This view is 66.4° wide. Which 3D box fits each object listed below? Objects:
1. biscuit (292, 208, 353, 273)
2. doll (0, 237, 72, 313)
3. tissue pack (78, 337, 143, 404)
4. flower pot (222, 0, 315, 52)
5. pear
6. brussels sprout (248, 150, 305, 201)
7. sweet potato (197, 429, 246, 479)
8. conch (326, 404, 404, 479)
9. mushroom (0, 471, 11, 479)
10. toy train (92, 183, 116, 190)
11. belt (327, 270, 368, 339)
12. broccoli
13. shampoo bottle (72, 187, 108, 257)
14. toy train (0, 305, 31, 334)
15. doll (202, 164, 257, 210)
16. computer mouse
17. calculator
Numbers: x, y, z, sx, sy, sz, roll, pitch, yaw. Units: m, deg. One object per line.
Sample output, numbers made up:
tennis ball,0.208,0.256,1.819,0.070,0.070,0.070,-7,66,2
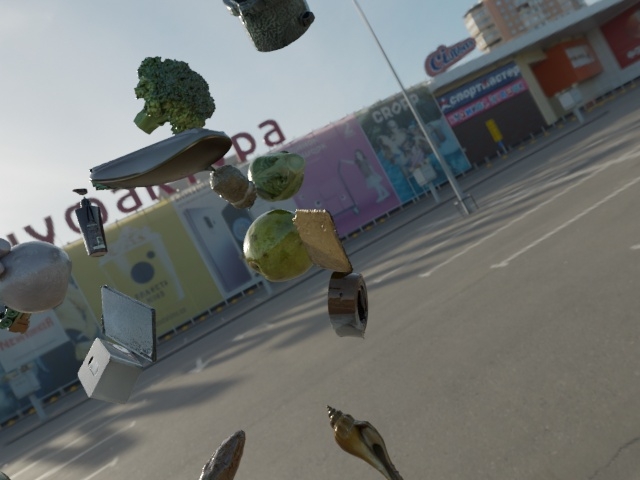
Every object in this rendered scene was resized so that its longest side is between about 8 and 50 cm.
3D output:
biscuit,0.000,0.000,1.596,0.013,0.232,0.237,-34,22,-29
doll,-0.630,0.055,0.914,0.287,0.151,0.151,13,-25,-32
tissue pack,-0.789,0.489,1.834,0.246,0.136,0.159,10,73,53
flower pot,-0.186,-0.813,1.643,0.299,0.299,0.283,-28,-44,3
pear,-0.168,0.026,1.999,0.304,0.304,0.304,-28,0,0
brussels sprout,-0.182,-0.283,2.130,0.271,0.219,0.210,-23,-2,44
sweet potato,-0.280,0.640,1.364,0.097,0.097,0.251,-28,24,45
conch,0.136,0.600,1.419,0.109,0.330,0.093,-45,-19,-12
mushroom,-0.798,0.624,1.139,0.166,0.166,0.127,-28,-8,-25
toy train,-0.886,-0.248,2.104,0.176,0.074,0.118,-11,-3,-19
belt,0.090,0.205,1.531,0.105,0.261,0.184,2,50,12
broccoli,-0.458,-0.440,1.543,0.235,0.288,0.259,19,77,40
shampoo bottle,-0.768,-0.062,1.626,0.067,0.236,0.068,-23,-13,19
toy train,-0.673,0.158,1.095,0.044,0.064,0.103,36,96,48
doll,-0.291,-0.185,1.557,0.105,0.221,0.115,-45,34,3
computer mouse,-0.330,-0.157,1.014,0.310,0.071,0.158,-14,1,20
calculator,-0.534,0.228,1.357,0.262,0.161,0.021,15,18,35
